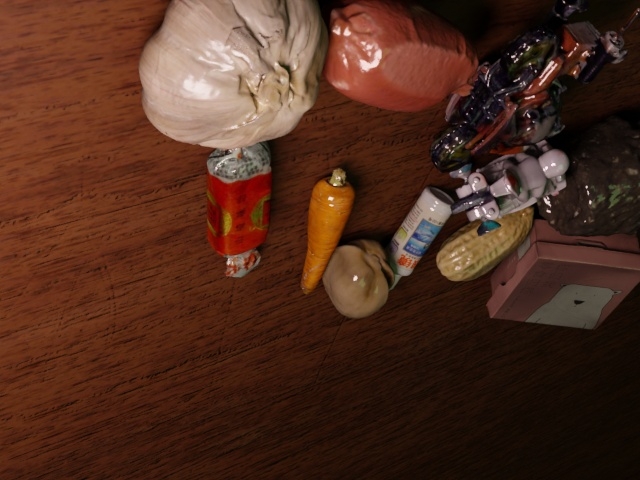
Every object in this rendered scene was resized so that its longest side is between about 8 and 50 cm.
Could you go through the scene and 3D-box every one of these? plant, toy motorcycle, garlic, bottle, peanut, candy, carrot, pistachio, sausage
[{"bbox_3d":[0.521,-0.119,1.848,0.321,0.194,0.181,-13,140,-25],"label":"plant"},{"bbox_3d":[0.313,-0.236,1.525,0.207,0.134,0.401,-13,151,-35],"label":"toy motorcycle"},{"bbox_3d":[0.302,-0.094,1.674,0.171,0.110,0.260,-28,177,31],"label":"toy motorcycle"},{"bbox_3d":[-0.087,-0.192,1.195,0.228,0.152,0.227,-32,150,-21],"label":"garlic"},{"bbox_3d":[0.132,0.015,1.718,0.060,0.060,0.217,7,125,-47],"label":"bottle"},{"bbox_3d":[0.277,0.002,1.819,0.194,0.083,0.093,-33,150,-14],"label":"peanut"},{"bbox_3d":[-0.105,-0.054,1.411,0.086,0.059,0.292,-19,140,-24],"label":"candy"},{"bbox_3d":[0.000,0.000,1.577,0.061,0.061,0.256,-17,142,-31],"label":"carrot"},{"bbox_3d":[0.056,0.060,1.658,0.113,0.113,0.149,-21,148,-27],"label":"pistachio"},{"bbox_3d":[0.088,-0.228,1.334,0.148,0.148,0.254,-54,151,18],"label":"sausage"}]

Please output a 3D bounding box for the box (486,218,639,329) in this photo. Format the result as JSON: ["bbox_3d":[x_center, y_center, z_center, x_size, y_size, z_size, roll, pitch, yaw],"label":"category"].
[{"bbox_3d":[0.425,0.062,1.917,0.215,0.086,0.215,7,145,-13],"label":"box"}]
